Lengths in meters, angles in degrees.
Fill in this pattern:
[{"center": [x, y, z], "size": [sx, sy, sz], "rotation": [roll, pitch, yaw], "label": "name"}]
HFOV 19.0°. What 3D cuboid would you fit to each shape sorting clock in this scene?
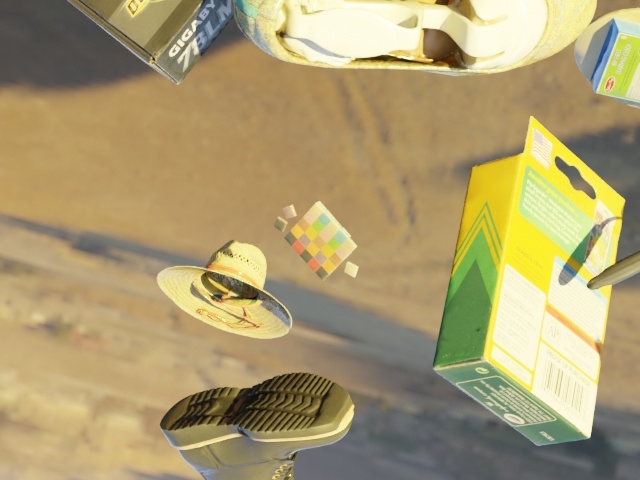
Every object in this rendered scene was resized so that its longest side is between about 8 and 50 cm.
[{"center": [0.413, -0.220, 2.341], "size": [0.206, 0.040, 0.206], "rotation": [10, 152, 5], "label": "shape sorting clock"}]

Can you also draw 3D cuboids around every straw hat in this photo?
[{"center": [-0.081, 0.034, 1.809], "size": [0.144, 0.061, 0.144], "rotation": [17, 157, 8], "label": "straw hat"}]

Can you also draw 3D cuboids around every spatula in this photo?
[{"center": [0.432, -0.005, 2.109], "size": [0.296, 0.030, 0.084], "rotation": [-20, 177, 9], "label": "spatula"}]

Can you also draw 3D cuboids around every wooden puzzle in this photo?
[{"center": [0.000, 0.000, 1.577], "size": [0.083, 0.049, 0.006], "rotation": [48, -143, 6], "label": "wooden puzzle"}]

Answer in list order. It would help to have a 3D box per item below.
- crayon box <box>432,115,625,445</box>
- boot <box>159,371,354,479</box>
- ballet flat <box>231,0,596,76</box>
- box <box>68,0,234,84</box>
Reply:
[{"center": [0.246, 0.048, 2.208], "size": [0.083, 0.323, 0.203], "rotation": [-14, 140, 41], "label": "crayon box"}, {"center": [-0.028, 0.189, 1.630], "size": [0.198, 0.077, 0.137], "rotation": [-6, 122, 44], "label": "boot"}, {"center": [0.096, -0.198, 1.712], "size": [0.349, 0.123, 0.123], "rotation": [1, 175, -14], "label": "ballet flat"}, {"center": [-0.156, -0.346, 1.831], "size": [0.293, 0.295, 0.073], "rotation": [39, -179, 24], "label": "box"}]
